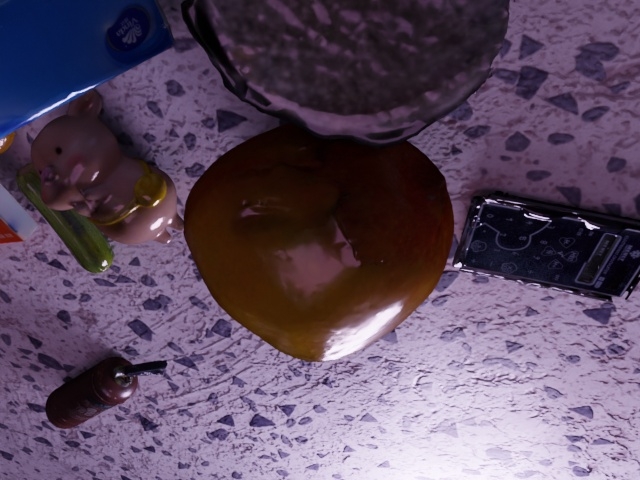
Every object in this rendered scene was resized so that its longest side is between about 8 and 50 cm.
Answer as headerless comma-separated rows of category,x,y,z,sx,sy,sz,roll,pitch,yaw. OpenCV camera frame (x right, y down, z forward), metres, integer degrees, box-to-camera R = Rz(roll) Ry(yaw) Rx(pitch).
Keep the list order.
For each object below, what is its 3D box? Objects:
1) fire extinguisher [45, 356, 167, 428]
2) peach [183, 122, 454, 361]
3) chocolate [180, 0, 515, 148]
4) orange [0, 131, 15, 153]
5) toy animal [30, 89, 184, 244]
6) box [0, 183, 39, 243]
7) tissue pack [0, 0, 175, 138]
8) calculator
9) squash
fire extinguisher,-0.473,0.328,1.406,0.344,0.102,0.138,-30,151,34
peach,0.001,-0.002,0.816,0.372,0.290,0.373,23,153,12
chocolate,0.039,-0.273,0.629,0.303,0.213,0.303,7,133,7
orange,-0.513,-0.170,0.967,0.085,0.085,0.085,8,133,8
toy animal,-0.315,-0.085,0.950,0.165,0.149,0.248,-39,106,20
box,-0.643,-0.096,1.054,0.273,0.048,0.265,-4,131,37
tissue pack,-0.333,-0.256,0.708,0.263,0.146,0.198,-34,127,-15
calculator,0.345,0.014,0.935,0.274,0.028,0.166,11,133,5
squash,-0.431,-0.033,1.077,0.066,0.066,0.229,-10,128,23
